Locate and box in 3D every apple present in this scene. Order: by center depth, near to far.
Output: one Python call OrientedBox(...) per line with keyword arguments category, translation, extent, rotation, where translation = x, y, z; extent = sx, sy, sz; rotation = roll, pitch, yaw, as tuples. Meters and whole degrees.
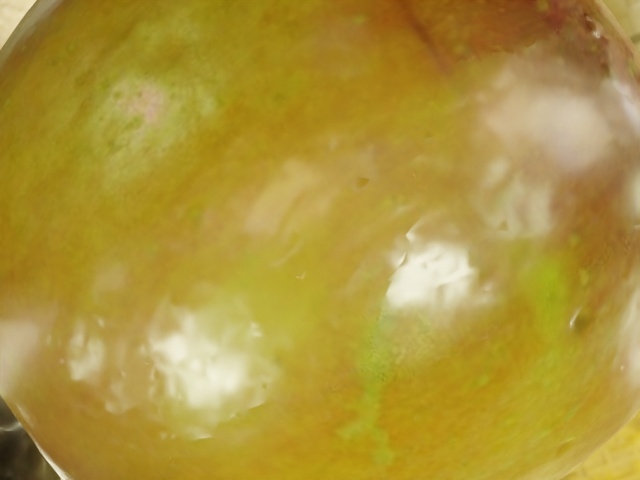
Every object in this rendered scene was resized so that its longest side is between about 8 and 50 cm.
OrientedBox(category="apple", translation=(0.000, 0.000, 0.755), extent=(0.374, 0.374, 0.384), rotation=(-21, 157, 5))

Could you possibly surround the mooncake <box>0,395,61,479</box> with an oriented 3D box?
OrientedBox(category="mooncake", translation=(-0.225, 0.091, 1.035), extent=(0.246, 0.394, 0.393), rotation=(0, -145, 34))
